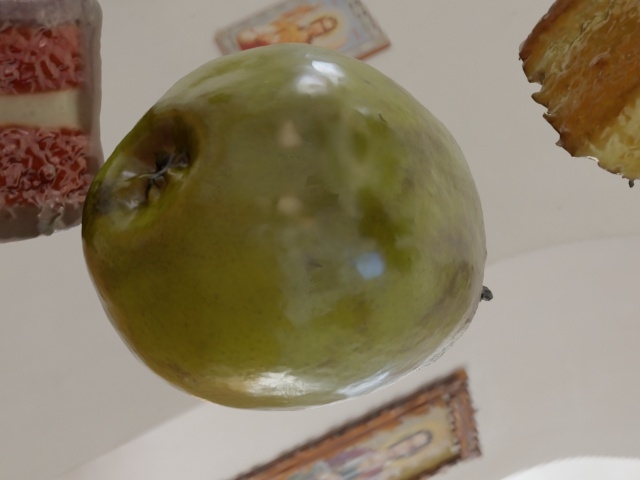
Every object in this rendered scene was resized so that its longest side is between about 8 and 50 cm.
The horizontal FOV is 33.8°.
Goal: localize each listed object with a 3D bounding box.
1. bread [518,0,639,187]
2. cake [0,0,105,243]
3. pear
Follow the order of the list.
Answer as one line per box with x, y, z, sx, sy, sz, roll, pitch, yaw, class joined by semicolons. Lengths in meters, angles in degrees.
0.240;-0.085;0.580;0.143;0.229;0.139;-88;-158;-46;bread
-0.368;-0.109;0.924;0.230;0.309;0.237;2;-80;42;cake
0.000;0.000;0.841;0.375;0.287;0.287;19;26;-33;pear
